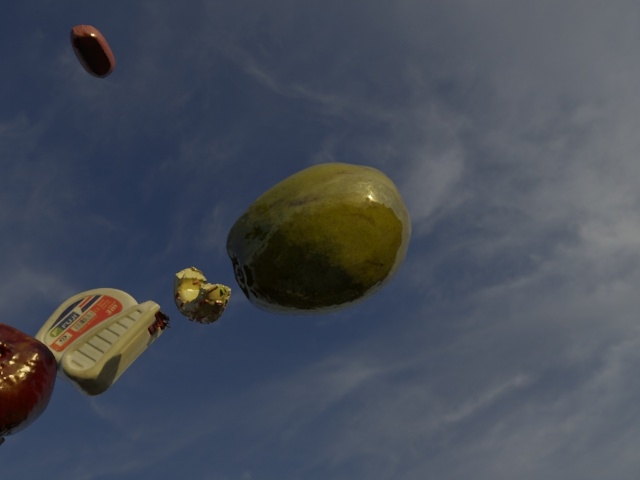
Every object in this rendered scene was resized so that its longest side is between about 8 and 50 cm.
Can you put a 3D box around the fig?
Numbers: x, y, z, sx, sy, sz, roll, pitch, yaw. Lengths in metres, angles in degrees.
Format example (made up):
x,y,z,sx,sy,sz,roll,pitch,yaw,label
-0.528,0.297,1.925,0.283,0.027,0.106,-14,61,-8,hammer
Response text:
x,y,z,sx,sy,sz,roll,pitch,yaw,label
-0.554,0.268,0.908,0.191,0.190,0.290,-9,-31,-14,fig

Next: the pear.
x,y,z,sx,sy,sz,roll,pitch,yaw,label
0.000,0.000,0.858,0.307,0.253,0.252,-21,-57,-10,pear

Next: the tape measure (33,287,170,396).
x,y,z,sx,sy,sz,roll,pitch,yaw,label
-0.557,0.244,1.295,0.258,0.265,0.130,-52,-27,-34,tape measure

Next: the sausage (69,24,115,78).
x,y,z,sx,sy,sz,roll,pitch,yaw,label
-0.406,-0.337,0.913,0.059,0.054,0.094,-33,-47,-16,sausage

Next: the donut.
x,y,z,sx,sy,sz,roll,pitch,yaw,label
-0.272,0.127,1.126,0.065,0.166,0.108,13,-85,-48,donut
